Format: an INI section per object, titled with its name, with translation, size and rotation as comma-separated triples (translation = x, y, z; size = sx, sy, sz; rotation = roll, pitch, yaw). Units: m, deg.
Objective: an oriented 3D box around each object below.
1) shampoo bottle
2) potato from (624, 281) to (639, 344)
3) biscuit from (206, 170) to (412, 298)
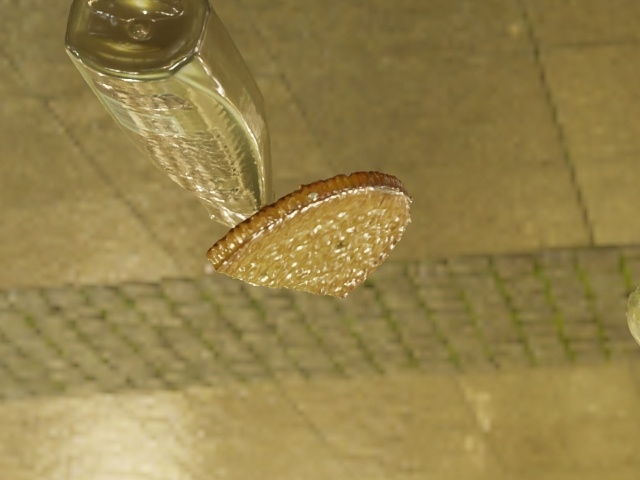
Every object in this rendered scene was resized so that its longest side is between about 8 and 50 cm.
[shampoo bottle]
translation = -0.102, -0.098, 1.580
size = 0.125, 0.084, 0.350
rotation = 10, 163, 15
[potato]
translation = 0.285, 0.055, 1.227
size = 0.188, 0.085, 0.105
rotation = 16, 147, -8
[biscuit]
translation = 0.005, -0.008, 1.441
size = 0.126, 0.025, 0.206
rotation = -41, 157, 17
